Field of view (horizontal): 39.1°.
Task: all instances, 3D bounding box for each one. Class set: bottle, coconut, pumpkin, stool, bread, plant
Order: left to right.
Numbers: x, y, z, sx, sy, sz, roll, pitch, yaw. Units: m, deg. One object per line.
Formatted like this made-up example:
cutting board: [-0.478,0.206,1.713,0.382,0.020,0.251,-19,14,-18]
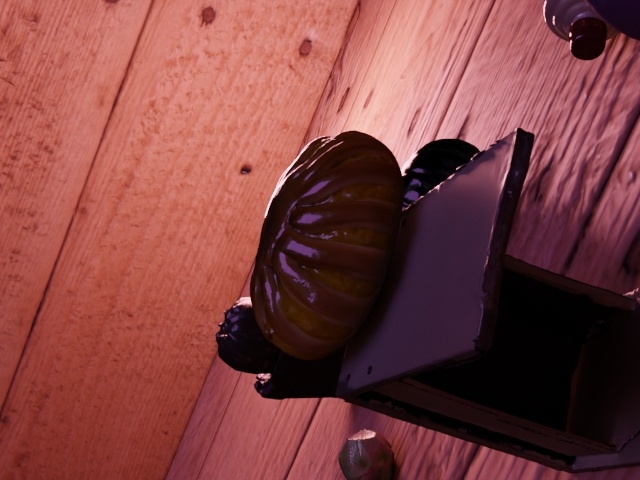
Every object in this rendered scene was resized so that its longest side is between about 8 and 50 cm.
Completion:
plant: [-0.044,0.171,1.462,0.164,0.256,0.142,-62,21,20]
bread: [0.000,0.000,0.809,0.213,0.105,0.213,-59,17,31]
coconut: [0.064,0.301,1.230,0.082,0.081,0.083,-9,-45,-56]
pumpkin: [0.156,-0.041,1.201,0.194,0.150,0.194,-56,10,15]
stool: [0.182,0.070,0.731,0.270,0.244,0.170,140,147,-65]
bottle: [0.318,-0.313,1.061,0.104,0.104,0.245,130,157,-55]

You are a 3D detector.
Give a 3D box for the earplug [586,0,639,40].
earplug: [0.373,-0.280,0.608,0.215,0.215,0.456,-71,17,-5]
